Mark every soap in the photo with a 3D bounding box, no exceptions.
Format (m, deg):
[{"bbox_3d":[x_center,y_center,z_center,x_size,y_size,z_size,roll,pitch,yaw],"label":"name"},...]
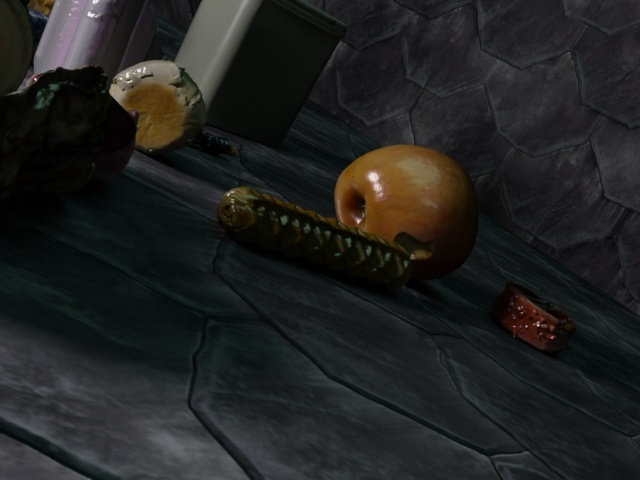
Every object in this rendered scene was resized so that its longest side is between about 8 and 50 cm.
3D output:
[{"bbox_3d":[-0.319,-0.347,1.480,0.257,0.302,0.159,16,11,-47],"label":"soap"}]

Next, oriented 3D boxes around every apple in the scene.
[{"bbox_3d":[0.147,-0.048,1.534,0.241,0.242,0.242,6,24,-33],"label":"apple"}]

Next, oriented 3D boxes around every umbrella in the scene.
[{"bbox_3d":[-0.220,-0.189,1.649,0.144,0.037,0.040,17,19,-40],"label":"umbrella"}]

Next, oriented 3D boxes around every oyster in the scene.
[{"bbox_3d":[-0.283,-0.087,0.820,0.111,0.204,0.396,67,16,-3],"label":"oyster"}]

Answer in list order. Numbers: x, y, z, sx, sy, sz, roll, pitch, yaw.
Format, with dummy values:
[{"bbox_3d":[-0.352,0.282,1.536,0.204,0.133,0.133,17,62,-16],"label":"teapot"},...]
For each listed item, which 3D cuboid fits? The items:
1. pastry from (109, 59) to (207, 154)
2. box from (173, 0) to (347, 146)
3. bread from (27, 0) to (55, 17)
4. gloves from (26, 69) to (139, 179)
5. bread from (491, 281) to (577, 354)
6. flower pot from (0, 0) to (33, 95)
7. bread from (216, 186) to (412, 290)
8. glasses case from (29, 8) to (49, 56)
[{"bbox_3d":[-0.262,-0.213,1.391,0.165,0.166,0.088,26,19,-18],"label":"pastry"},{"bbox_3d":[-0.153,-0.426,2.024,0.177,0.344,0.352,36,14,33],"label":"box"},{"bbox_3d":[-0.526,-0.426,1.660,0.305,0.142,0.091,20,51,-44],"label":"bread"},{"bbox_3d":[-0.310,-0.146,1.114,0.145,0.126,0.241,19,-13,-24],"label":"gloves"},{"bbox_3d":[0.398,0.147,1.637,0.160,0.073,0.160,31,14,-8],"label":"bread"},{"bbox_3d":[-0.438,-0.257,0.907,0.307,0.307,0.244,14,36,-51],"label":"flower pot"},{"bbox_3d":[0.001,0.000,1.307,0.367,0.084,0.077,18,-23,-37],"label":"bread"},{"bbox_3d":[-0.552,-0.372,1.510,0.065,0.087,0.248,39,16,16],"label":"glasses case"}]
